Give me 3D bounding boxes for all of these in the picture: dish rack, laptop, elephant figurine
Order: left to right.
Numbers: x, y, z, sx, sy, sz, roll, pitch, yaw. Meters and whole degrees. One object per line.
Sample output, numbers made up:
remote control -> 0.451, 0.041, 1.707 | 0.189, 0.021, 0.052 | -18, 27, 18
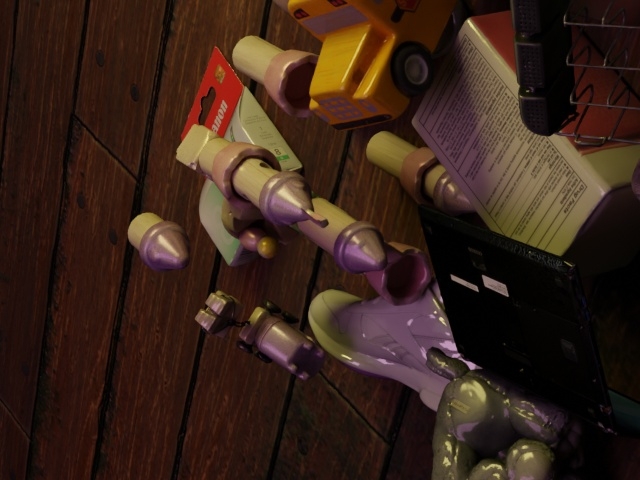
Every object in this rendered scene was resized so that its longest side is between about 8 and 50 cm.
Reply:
elephant figurine -> 0.214, 0.235, 1.660 | 0.169, 0.239, 0.186 | 1, 68, 34
laptop -> 0.234, 0.081, 1.516 | 0.234, 0.136, 0.264 | 24, 137, 56
dish rack -> 0.277, -0.163, 1.297 | 0.271, 0.074, 0.208 | 8, 128, 25

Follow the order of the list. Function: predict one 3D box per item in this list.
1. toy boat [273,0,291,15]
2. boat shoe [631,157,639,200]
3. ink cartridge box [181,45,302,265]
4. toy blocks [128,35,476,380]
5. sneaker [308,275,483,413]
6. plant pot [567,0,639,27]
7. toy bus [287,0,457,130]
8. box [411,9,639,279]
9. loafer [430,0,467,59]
toy boat -> 0.019, -0.382, 1.695 | 0.148, 0.267, 0.318 | 3, 90, 17
boat shoe -> 0.416, -0.038, 1.340 | 0.324, 0.123, 0.116 | 4, 139, 45
ink cartridge box -> -0.123, -0.108, 2.107 | 0.224, 0.056, 0.181 | 54, 139, 26
toy blocks -> 0.000, 0.000, 1.684 | 0.309, 0.288, 0.260 | -57, 39, 1
sneaker -> 0.111, 0.093, 1.820 | 0.305, 0.114, 0.152 | 23, 108, 43
plant pot -> 0.224, -0.305, 1.445 | 0.201, 0.201, 0.180 | 36, 113, 43
toy bus -> 0.075, -0.272, 1.573 | 0.108, 0.130, 0.332 | -5, 54, 55
box -> 0.218, -0.092, 1.566 | 0.232, 0.127, 0.148 | 56, 140, 26
loafer -> 0.057, -0.206, 1.786 | 0.251, 0.087, 0.094 | -36, 72, 53
